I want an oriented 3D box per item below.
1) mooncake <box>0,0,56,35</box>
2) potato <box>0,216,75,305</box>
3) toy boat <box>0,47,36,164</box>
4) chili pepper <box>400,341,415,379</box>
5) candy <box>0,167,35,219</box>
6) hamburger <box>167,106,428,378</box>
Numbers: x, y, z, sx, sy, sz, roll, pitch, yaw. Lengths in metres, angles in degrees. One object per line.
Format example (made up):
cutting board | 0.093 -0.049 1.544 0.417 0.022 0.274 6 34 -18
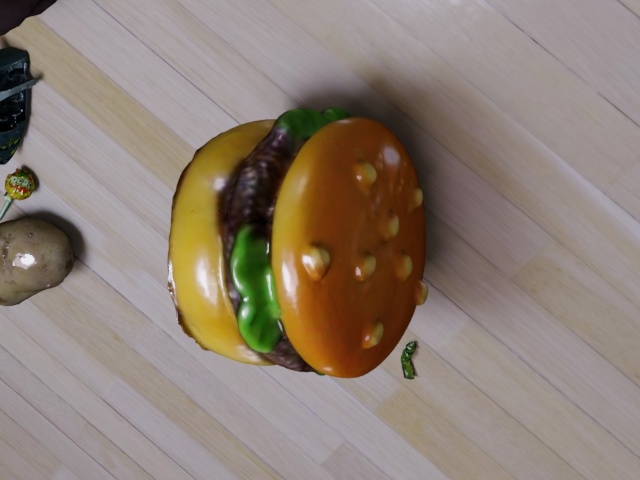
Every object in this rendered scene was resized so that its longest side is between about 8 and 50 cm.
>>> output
mooncake | -0.596 -0.469 1.508 0.212 0.351 0.381 -26 93 48
potato | -0.597 0.036 1.973 0.262 0.165 0.165 -24 105 34
toy boat | -0.575 -0.236 1.808 0.103 0.093 0.246 33 132 19
chili pepper | 0.150 0.203 1.700 0.027 0.022 0.083 45 145 46
candy | -0.617 -0.080 1.979 0.060 0.060 0.201 48 141 -4
hamburger | 0.000 0.000 1.434 0.278 0.396 0.395 3 121 31
